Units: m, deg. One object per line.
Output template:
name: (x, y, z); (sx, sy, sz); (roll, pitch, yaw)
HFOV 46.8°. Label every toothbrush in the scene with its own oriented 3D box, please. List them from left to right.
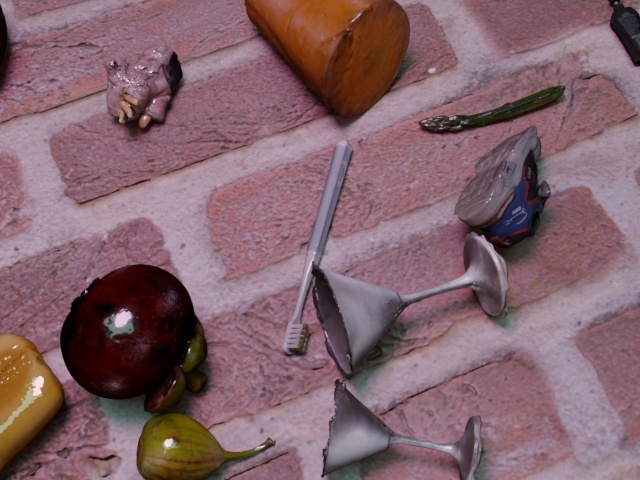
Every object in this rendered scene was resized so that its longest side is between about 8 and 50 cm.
toothbrush: (-0.002, 0.000, 1.056); (0.030, 0.025, 0.342); (-8, 57, 37)

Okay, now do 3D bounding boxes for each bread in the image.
bread: (-0.408, 0.213, 0.935); (0.134, 0.085, 0.173); (38, 72, 22)

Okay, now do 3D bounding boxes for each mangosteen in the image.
mangosteen: (-0.224, 0.128, 0.934); (0.199, 0.200, 0.200); (-1, 64, 2)

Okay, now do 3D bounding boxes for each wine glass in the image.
wine glass: (0.096, 0.243, 0.891); (0.182, 0.122, 0.122); (11, 65, 4)
wine glass: (0.117, 0.074, 0.957); (0.232, 0.156, 0.156); (-16, 64, -12)

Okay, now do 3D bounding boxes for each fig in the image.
fig: (-0.143, 0.258, 0.902); (0.166, 0.093, 0.093); (4, 64, 3)

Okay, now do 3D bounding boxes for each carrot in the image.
carrot: (-0.011, -0.332, 1.145); (0.196, 0.196, 0.254); (-42, 62, -17)

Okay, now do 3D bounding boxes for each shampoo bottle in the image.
shampoo bottle: (0.504, -0.347, 1.208); (0.048, 0.027, 0.137); (-15, 64, 5)

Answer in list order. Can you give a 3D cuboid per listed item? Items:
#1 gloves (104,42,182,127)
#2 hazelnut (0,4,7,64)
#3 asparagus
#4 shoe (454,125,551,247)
gloves: (-0.280, -0.244, 1.150); (0.094, 0.110, 0.144); (24, 38, 21)
hazelnut: (-0.581, -0.332, 1.158); (0.208, 0.208, 0.208); (-1, 64, 2)
asparagus: (0.267, -0.199, 1.144); (0.236, 0.027, 0.034); (-15, 84, -4)
shoe: (0.280, -0.068, 1.040); (0.125, 0.099, 0.227); (45, 49, -7)
